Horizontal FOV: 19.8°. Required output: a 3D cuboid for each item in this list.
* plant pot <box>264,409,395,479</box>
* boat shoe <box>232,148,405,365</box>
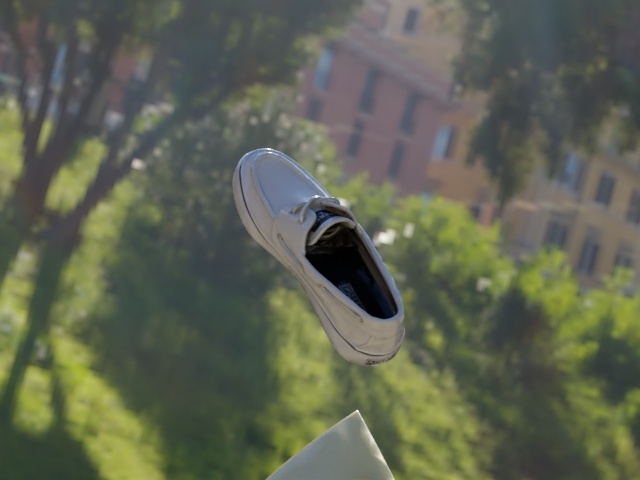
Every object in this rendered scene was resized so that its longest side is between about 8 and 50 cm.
[{"bbox_3d":[0.015,0.342,1.933,0.187,0.212,0.212,-24,21,-3],"label":"plant pot"},{"bbox_3d":[0.000,0.000,1.816,0.096,0.267,0.088,-17,-29,-23],"label":"boat shoe"}]
